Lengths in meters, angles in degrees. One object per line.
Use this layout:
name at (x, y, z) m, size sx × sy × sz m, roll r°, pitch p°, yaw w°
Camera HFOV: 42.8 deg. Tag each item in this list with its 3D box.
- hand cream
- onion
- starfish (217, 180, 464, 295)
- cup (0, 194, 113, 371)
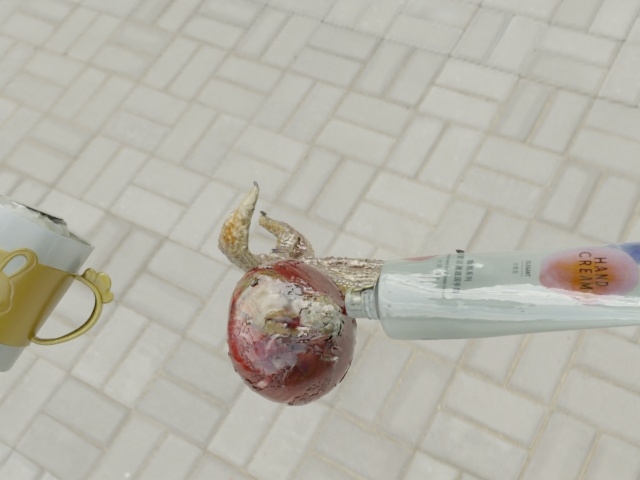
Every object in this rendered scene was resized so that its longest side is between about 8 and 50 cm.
hand cream at (0.184, 0.044, 0.759) m, size 0.340 × 0.078 × 0.124 m, roll -8°, pitch 29°, yaw 21°
onion at (-0.021, 0.103, 0.972) m, size 0.147 × 0.184 × 0.184 m, roll -23°, pitch 47°, yaw 45°
starfish at (-0.003, 0.011, 1.198) m, size 0.383 × 0.398 × 0.132 m, roll 8°, pitch 88°, yaw 22°
cup at (-0.422, 0.066, 1.144) m, size 0.241 × 0.185 × 0.226 m, roll 30°, pitch 87°, yaw -5°
